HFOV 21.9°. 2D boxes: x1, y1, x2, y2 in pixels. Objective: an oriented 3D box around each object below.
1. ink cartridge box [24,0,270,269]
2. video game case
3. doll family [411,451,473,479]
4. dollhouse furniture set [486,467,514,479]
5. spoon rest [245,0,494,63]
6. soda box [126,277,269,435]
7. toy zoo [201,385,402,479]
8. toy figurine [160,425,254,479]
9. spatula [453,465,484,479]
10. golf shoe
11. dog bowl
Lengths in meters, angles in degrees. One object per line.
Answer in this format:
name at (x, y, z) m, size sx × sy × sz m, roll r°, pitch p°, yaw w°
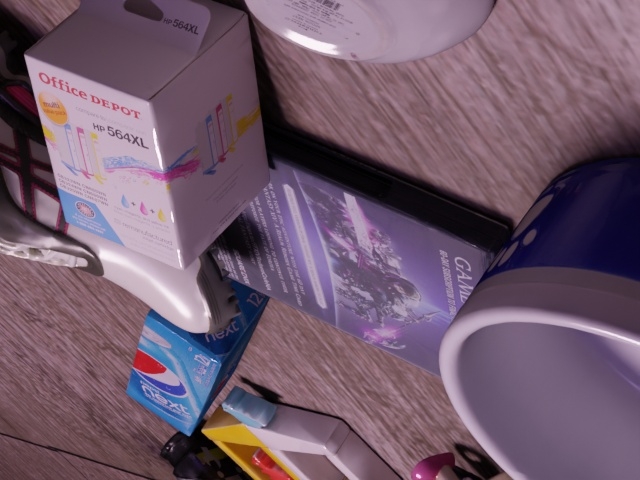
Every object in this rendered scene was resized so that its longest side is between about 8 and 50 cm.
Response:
ink cartridge box at (-0.096, -0.074, 0.925) m, size 0.092 × 0.090 × 0.143 m, roll 21°, pitch 140°, yaw 27°
video game case at (0.000, 0.000, 1.048) m, size 0.274 × 0.026 × 0.196 m, roll 24°, pitch 154°, yaw 23°
doll family at (0.108, 0.276, 1.157) m, size 0.163 × 0.118 × 0.263 m, roll 54°, pitch 131°, yaw 37°
dollhouse furniture set at (0.258, 0.250, 1.130) m, size 0.301 × 0.151 × 0.197 m, roll 62°, pitch 152°, yaw 10°
spoon rest at (-0.045, -0.164, 0.754) m, size 0.276 × 0.084 × 0.137 m, roll 25°, pitch 160°, yaw -10°
soda box at (-0.097, 0.080, 1.270) m, size 0.067 × 0.071 × 0.210 m, roll 33°, pitch 157°, yaw 3°
toy zoo at (0.017, 0.222, 1.440) m, size 0.293 × 0.030 × 0.192 m, roll 46°, pitch 154°, yaw -24°
toy figurine at (-0.137, 0.302, 1.560) m, size 0.148 × 0.213 × 0.209 m, roll 49°, pitch 159°, yaw 22°
spatula at (0.192, 0.258, 1.275) m, size 0.296 × 0.030 × 0.084 m, roll 44°, pitch 163°, yaw -19°
golf shoe at (-0.174, -0.018, 1.082) m, size 0.273 × 0.120 × 0.105 m, roll 42°, pitch 160°, yaw 5°
dog bowl at (0.198, 0.082, 0.838) m, size 0.265 × 0.104 × 0.265 m, roll 28°, pitch 155°, yaw 14°
